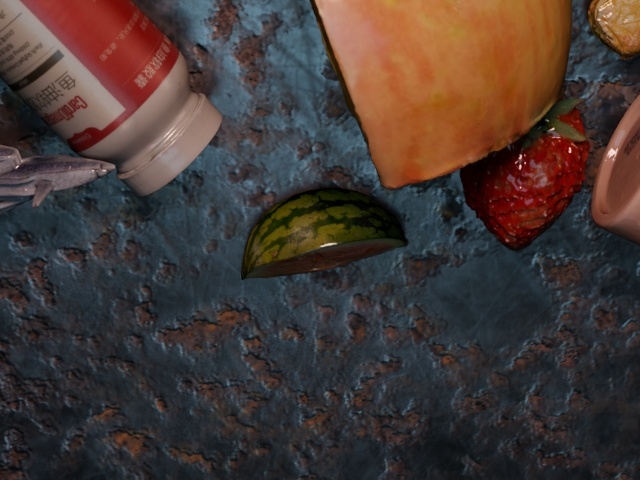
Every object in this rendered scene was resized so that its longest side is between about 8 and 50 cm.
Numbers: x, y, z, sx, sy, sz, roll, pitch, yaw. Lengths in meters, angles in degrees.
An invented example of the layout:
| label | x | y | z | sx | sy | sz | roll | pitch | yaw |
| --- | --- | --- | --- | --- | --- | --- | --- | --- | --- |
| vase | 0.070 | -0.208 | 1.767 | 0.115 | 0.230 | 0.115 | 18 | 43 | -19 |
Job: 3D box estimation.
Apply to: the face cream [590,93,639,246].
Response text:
| label | x | y | z | sx | sy | sz | roll | pitch | yaw |
| --- | --- | --- | --- | --- | --- | --- | --- | --- | --- |
| face cream | 0.323 | -0.059 | 1.668 | 0.104 | 0.149 | 0.149 | 24 | 111 | -11 |

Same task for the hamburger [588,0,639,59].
| label | x | y | z | sx | sy | sz | roll | pitch | yaw |
| --- | --- | --- | --- | --- | --- | --- | --- | --- | --- |
| hamburger | 0.283 | -0.204 | 1.662 | 0.083 | 0.044 | 0.076 | -36 | 108 | 11 |

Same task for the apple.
| label | x | y | z | sx | sy | sz | roll | pitch | yaw |
| --- | --- | --- | --- | --- | --- | --- | --- | --- | --- |
| apple | 0.066 | -0.232 | 1.563 | 0.252 | 0.314 | 0.309 | 6 | 122 | 42 |

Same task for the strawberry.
| label | x | y | z | sx | sy | sz | roll | pitch | yaw |
| --- | --- | --- | --- | --- | --- | --- | --- | --- | --- |
| strawberry | 0.186 | -0.059 | 1.674 | 0.131 | 0.131 | 0.148 | -19 | 116 | 6 |

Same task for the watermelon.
| label | x | y | z | sx | sy | sz | roll | pitch | yaw |
| --- | --- | --- | --- | --- | --- | --- | --- | --- | --- |
| watermelon | -0.003 | -0.014 | 1.737 | 0.163 | 0.087 | 0.069 | -12 | 76 | 0 |

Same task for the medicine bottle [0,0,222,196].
| label | x | y | z | sx | sy | sz | roll | pitch | yaw |
| --- | --- | --- | --- | --- | --- | --- | --- | --- | --- |
| medicine bottle | -0.208 | -0.161 | 1.616 | 0.131 | 0.131 | 0.250 | -39 | 109 | 14 |

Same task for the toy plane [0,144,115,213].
| label | x | y | z | sx | sy | sz | roll | pitch | yaw |
| --- | --- | --- | --- | --- | --- | --- | --- | --- | --- |
| toy plane | -0.307 | -0.045 | 1.628 | 0.267 | 0.088 | 0.212 | 1 | 130 | 25 |
